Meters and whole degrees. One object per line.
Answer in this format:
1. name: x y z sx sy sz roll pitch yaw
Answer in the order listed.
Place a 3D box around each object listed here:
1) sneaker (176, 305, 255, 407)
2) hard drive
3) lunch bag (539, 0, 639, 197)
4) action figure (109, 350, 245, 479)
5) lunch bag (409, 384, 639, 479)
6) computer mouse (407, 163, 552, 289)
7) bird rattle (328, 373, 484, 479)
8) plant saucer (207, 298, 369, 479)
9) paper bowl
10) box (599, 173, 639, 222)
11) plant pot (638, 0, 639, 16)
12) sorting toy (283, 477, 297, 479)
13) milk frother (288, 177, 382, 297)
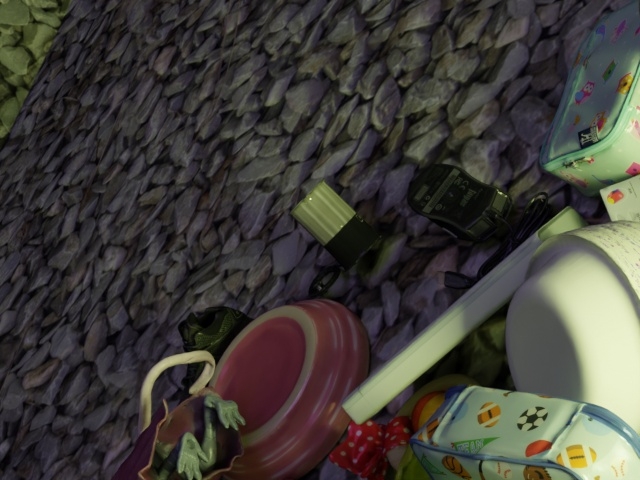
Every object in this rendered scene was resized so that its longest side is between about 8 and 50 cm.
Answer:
1. sneaker: -0.207 0.207 2.418 0.227 0.130 0.087 -58 30 -2
2. hard drive: 0.196 0.097 1.926 0.353 0.047 0.233 -42 -6 22
3. lunch bag: 0.413 -0.199 1.982 0.224 0.108 0.279 -18 43 63
4. action figure: -0.284 0.375 2.179 0.370 0.248 0.275 -46 58 38
5. lunch bag: 0.253 0.281 1.613 0.115 0.243 0.303 -48 29 -25
6. computer mouse: 0.216 -0.009 2.141 0.262 0.060 0.184 21 73 45
7. bird rattle: 0.146 0.272 1.950 0.207 0.143 0.253 -48 18 -12
8. plant saucer: -0.070 0.229 2.260 0.332 0.084 0.332 -32 39 31
9. paper bowl: 0.319 0.126 1.659 0.284 0.148 0.284 167 90 -69
10. box: 0.462 -0.045 1.819 0.186 0.038 0.145 -23 40 11
11. plant pot: 0.595 -0.296 1.726 0.280 0.323 0.323 -45 29 -16
12. sorting toy: -0.058 0.400 2.125 0.042 0.061 0.102 31 94 24
13. milk frother: 0.000 0.000 2.322 0.143 0.135 0.129 -45 -1 -13
